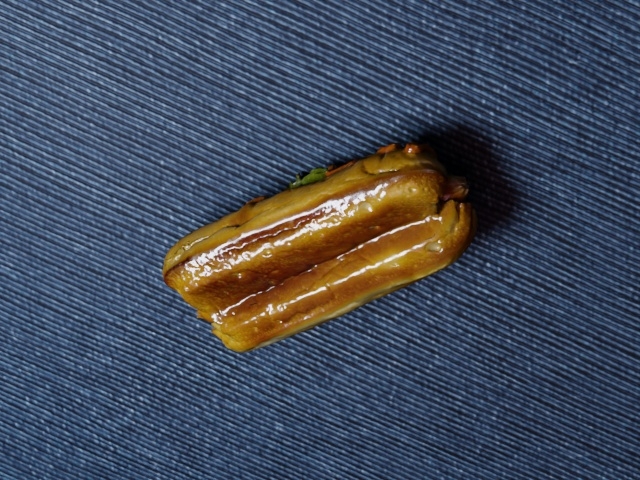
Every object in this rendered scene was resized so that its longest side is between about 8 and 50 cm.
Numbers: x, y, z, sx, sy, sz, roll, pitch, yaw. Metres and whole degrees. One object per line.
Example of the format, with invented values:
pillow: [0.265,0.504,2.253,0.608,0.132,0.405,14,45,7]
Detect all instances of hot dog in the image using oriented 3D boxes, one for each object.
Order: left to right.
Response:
hot dog: [0.000,0.000,1.777,0.349,0.117,0.158,-25,119,26]
